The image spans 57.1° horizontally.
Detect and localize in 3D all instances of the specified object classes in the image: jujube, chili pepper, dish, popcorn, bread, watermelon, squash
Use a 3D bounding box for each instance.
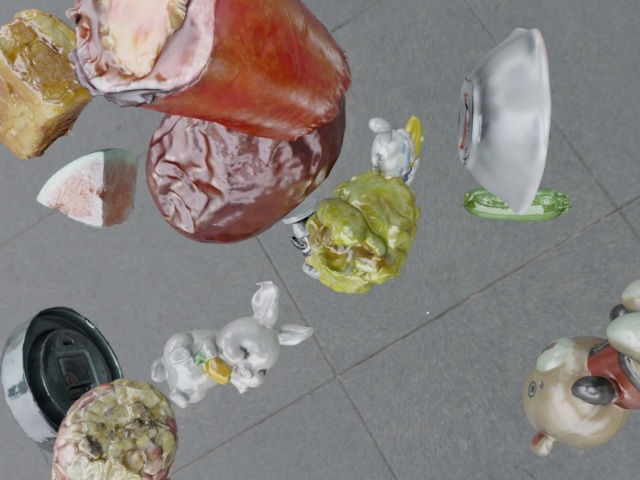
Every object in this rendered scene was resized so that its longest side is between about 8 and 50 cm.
[{"bbox_3d":[-0.126,-0.160,1.009,0.377,0.276,0.276,-36,77,31],"label":"jujube"},{"bbox_3d":[-0.123,-0.226,0.702,0.251,0.305,0.229,19,90,27],"label":"chili pepper"},{"bbox_3d":[0.207,-0.144,0.712,0.081,0.229,0.229,-1,83,5],"label":"dish"},{"bbox_3d":[0.084,0.002,1.204,0.242,0.250,0.235,-17,40,-23],"label":"popcorn"},{"bbox_3d":[-0.544,-0.291,1.117,0.195,0.344,0.149,50,55,-19],"label":"bread"},{"bbox_3d":[-0.628,-0.143,1.680,0.262,0.213,0.201,-33,89,20],"label":"watermelon"},{"bbox_3d":[0.413,-0.076,1.244,0.219,0.077,0.068,1,43,24],"label":"squash"}]

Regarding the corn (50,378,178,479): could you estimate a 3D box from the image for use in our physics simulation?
[{"bbox_3d":[-0.190,0.231,0.521,0.098,0.098,0.289,33,129,12],"label":"corn"}]

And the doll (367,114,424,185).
[{"bbox_3d":[0.193,-0.220,1.551,0.111,0.237,0.252,30,129,32],"label":"doll"}]

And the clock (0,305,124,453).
[{"bbox_3d":[-0.514,0.288,1.202,0.061,0.312,0.312,-26,79,9],"label":"clock"}]

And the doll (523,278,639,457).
[{"bbox_3d":[0.448,0.203,0.908,0.174,0.330,0.235,37,48,4],"label":"doll"}]

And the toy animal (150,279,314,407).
[{"bbox_3d":[-0.190,0.229,1.260,0.325,0.154,0.208,-39,111,-3],"label":"toy animal"}]

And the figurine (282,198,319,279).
[{"bbox_3d":[0.000,0.000,1.731,0.176,0.133,0.236,-31,107,-16],"label":"figurine"}]
